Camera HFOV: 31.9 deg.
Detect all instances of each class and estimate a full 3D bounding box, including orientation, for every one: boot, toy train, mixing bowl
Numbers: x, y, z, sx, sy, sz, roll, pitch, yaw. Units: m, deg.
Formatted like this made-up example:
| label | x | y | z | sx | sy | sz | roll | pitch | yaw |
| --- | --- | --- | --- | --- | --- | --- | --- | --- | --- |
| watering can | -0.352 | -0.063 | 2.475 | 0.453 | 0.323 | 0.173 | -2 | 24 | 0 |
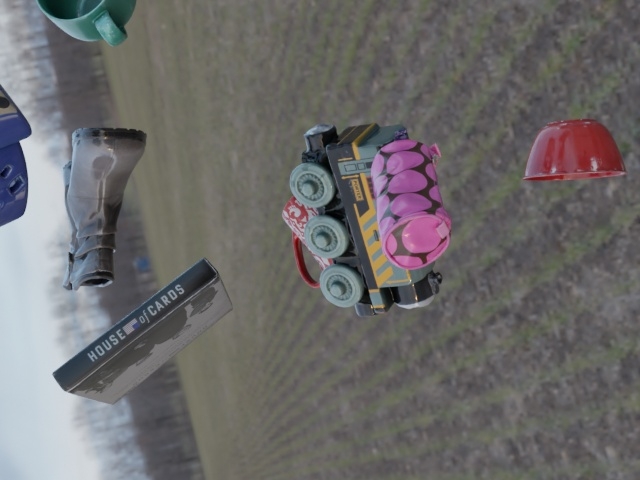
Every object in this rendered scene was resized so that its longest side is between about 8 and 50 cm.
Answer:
| label | x | y | z | sx | sy | sz | roll | pitch | yaw |
| --- | --- | --- | --- | --- | --- | --- | --- | --- | --- |
| boot | -0.347 | -0.041 | 1.785 | 0.338 | 0.118 | 0.223 | 139 | 131 | -69 |
| toy train | 0.078 | -0.032 | 1.782 | 0.142 | 0.190 | 0.334 | -43 | -59 | -54 |
| mixing bowl | 0.442 | -0.159 | 1.963 | 0.181 | 0.181 | 0.098 | 168 | 99 | -81 |

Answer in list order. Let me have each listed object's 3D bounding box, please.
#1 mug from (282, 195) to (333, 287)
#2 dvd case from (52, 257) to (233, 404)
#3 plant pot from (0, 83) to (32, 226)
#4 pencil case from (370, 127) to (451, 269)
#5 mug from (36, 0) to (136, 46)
| label | x | y | z | sx | sy | sz | roll | pitch | yaw |
| --- | --- | --- | --- | --- | --- | --- | --- | --- | --- |
| mug | 0.000 | -0.004 | 2.122 | 0.169 | 0.150 | 0.113 | 48 | 178 | 22 |
| dvd case | -0.172 | 0.100 | 1.150 | 0.030 | 0.179 | 0.239 | 51 | 172 | 7 |
| plant pot | -0.511 | -0.132 | 1.407 | 0.236 | 0.236 | 0.212 | 50 | 141 | 15 |
| pencil case | 0.118 | -0.053 | 1.439 | 0.209 | 0.098 | 0.095 | -93 | -14 | -55 |
| mug | -0.329 | -0.339 | 1.602 | 0.097 | 0.129 | 0.158 | 41 | -133 | -67 |
